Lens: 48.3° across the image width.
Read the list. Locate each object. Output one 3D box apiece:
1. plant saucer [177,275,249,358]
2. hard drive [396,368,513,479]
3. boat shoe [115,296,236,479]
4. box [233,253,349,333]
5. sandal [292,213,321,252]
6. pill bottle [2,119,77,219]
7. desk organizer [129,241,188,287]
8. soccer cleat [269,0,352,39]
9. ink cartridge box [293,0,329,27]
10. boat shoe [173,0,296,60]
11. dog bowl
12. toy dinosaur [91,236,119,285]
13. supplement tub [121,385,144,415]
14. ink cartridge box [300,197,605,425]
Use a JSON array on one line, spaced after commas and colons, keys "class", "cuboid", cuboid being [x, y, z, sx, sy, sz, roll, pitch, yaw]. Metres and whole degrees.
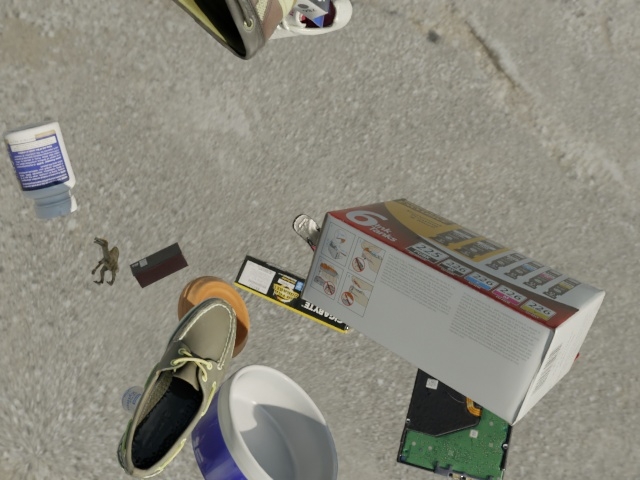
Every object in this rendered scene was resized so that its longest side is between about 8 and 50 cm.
[{"class": "plant saucer", "cuboid": [-0.230, 0.171, 1.600, 0.200, 0.037, 0.199, 28, 50, -40]}, {"class": "hard drive", "cuboid": [0.327, 0.370, 1.624, 0.237, 0.064, 0.338, 9, 71, 20]}, {"class": "boat shoe", "cuboid": [-0.210, 0.221, 1.096, 0.109, 0.091, 0.304, 30, 70, -9]}, {"class": "box", "cuboid": [-0.034, 0.122, 1.611, 0.257, 0.322, 0.079, 21, 87, 7]}, {"class": "sandal", "cuboid": [0.000, 0.000, 1.741, 0.179, 0.040, 0.067, 40, 81, -39]}, {"class": "pill bottle", "cuboid": [-0.567, -0.144, 1.462, 0.112, 0.112, 0.186, -20, 110, -26]}, {"class": "desk organizer", "cuboid": [-0.398, 0.062, 1.762, 0.130, 0.050, 0.047, -26, 43, -8]}, {"class": "soccer cleat", "cuboid": [-0.092, -0.543, 1.708, 0.332, 0.143, 0.115, -4, 110, 13]}, {"class": "ink cartridge box", "cuboid": [-0.052, -0.516, 1.270, 0.333, 0.065, 0.165, 10, 87, -57]}, {"class": "boat shoe", "cuboid": [-0.105, -0.210, 0.484, 0.224, 0.080, 0.073, 36, 67, -39]}, {"class": "dog bowl", "cuboid": [-0.096, 0.357, 1.258, 0.265, 0.104, 0.264, 41, 23, -22]}, {"class": "toy dinosaur", "cuboid": [-0.495, 0.062, 1.685, 0.053, 0.183, 0.092, 13, 62, 8]}, {"class": "supplement tub", "cuboid": [-0.428, 0.392, 1.715, 0.071, 0.107, 0.070, 0, 90, -37]}, {"class": "ink cartridge box", "cuboid": [0.183, 0.064, 0.929, 0.310, 0.130, 0.272, 28, 23, 28]}]
